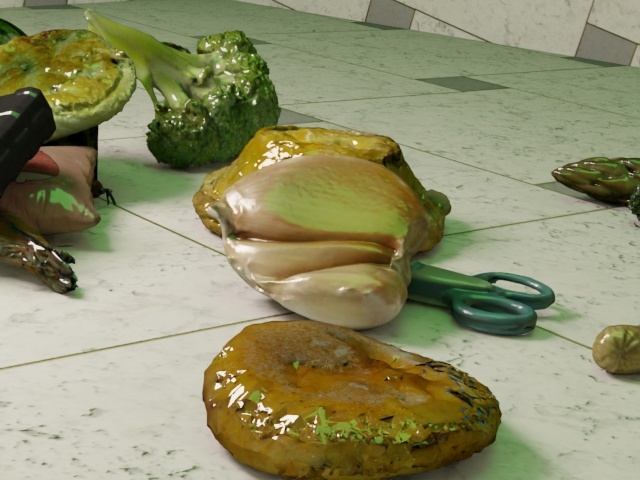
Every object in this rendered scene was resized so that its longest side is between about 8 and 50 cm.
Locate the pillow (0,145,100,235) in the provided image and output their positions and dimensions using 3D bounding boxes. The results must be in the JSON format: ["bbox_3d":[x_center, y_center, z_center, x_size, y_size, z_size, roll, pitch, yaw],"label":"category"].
[{"bbox_3d":[-0.382,-0.060,1.680,0.236,0.084,0.223,-5,23,-10],"label":"pillow"}]

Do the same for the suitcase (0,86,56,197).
[{"bbox_3d":[-0.460,-0.087,1.577,0.285,0.066,0.206,-9,27,18],"label":"suitcase"}]

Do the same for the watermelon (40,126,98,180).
[{"bbox_3d":[-0.395,-0.145,1.943,0.145,0.137,0.193,0,56,-20],"label":"watermelon"}]

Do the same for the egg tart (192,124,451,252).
[{"bbox_3d":[0.004,-0.072,1.764,0.341,0.129,0.341,4,14,-1],"label":"egg tart"}]

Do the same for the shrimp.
[{"bbox_3d":[-0.359,0.012,1.481,0.219,0.046,0.152,25,32,32],"label":"shrimp"}]

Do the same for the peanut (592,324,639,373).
[{"bbox_3d":[0.316,0.105,1.361,0.113,0.054,0.054,-4,18,-27],"label":"peanut"}]

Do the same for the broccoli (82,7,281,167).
[{"bbox_3d":[-0.212,-0.205,2.106,0.302,0.186,0.254,-4,58,-28],"label":"broccoli"}]

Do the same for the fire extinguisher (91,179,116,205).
[{"bbox_3d":[-0.315,-0.066,1.818,0.100,0.032,0.046,9,5,38],"label":"fire extinguisher"}]

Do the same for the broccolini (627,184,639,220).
[{"bbox_3d":[0.601,-0.024,1.838,0.392,0.074,0.079,11,24,28],"label":"broccolini"}]

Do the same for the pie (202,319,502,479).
[{"bbox_3d":[0.029,0.131,1.161,0.273,0.069,0.273,7,19,-2],"label":"pie"}]

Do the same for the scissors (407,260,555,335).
[{"bbox_3d":[0.107,0.045,1.523,0.289,0.041,0.138,12,25,21],"label":"scissors"}]

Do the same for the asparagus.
[{"bbox_3d":[0.478,-0.082,2.017,0.287,0.080,0.080,6,16,7],"label":"asparagus"}]

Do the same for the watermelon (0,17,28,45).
[{"bbox_3d":[-0.516,-0.250,2.151,0.214,0.188,0.188,37,21,4],"label":"watermelon"}]

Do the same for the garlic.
[{"bbox_3d":[0.000,0.000,1.489,0.228,0.110,0.217,16,49,12],"label":"garlic"}]

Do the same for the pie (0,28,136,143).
[{"bbox_3d":[-0.380,-0.204,1.847,0.277,0.079,0.277,-11,31,7],"label":"pie"}]
